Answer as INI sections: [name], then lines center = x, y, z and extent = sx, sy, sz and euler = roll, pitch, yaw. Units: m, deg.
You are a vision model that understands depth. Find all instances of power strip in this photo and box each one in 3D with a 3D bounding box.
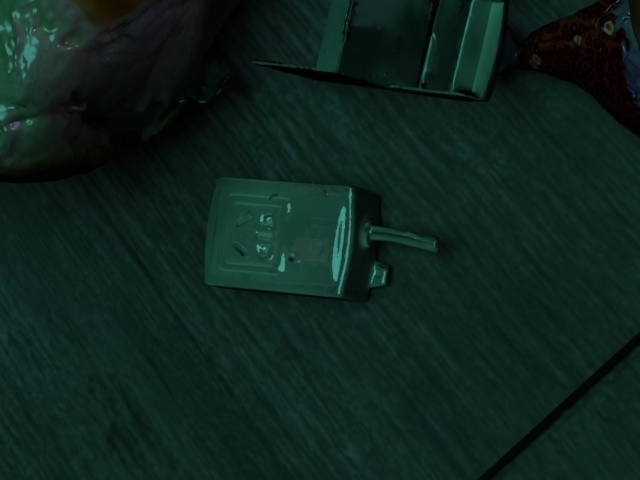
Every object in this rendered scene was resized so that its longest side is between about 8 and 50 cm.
[power strip]
center = 0.000, 0.000, 1.097
extent = 0.175, 0.042, 0.075
euler = 4, 85, 30

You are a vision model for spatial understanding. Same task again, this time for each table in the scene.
[table]
center = 0.042, -0.168, 1.050
extent = 0.175, 0.062, 0.146
euler = 14, 92, 54

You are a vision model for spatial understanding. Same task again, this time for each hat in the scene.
[hat]
center = 0.175, -0.105, 0.989
extent = 0.227, 0.129, 0.140
euler = 1, 112, 48

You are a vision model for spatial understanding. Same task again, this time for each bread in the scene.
[bread]
center = -0.200, -0.151, 1.121
extent = 0.279, 0.250, 0.225
euler = 17, 101, 25

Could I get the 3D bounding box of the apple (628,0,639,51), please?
[apple]
center = 0.302, -0.114, 0.784
extent = 0.309, 0.250, 0.277
euler = 30, 84, -11
